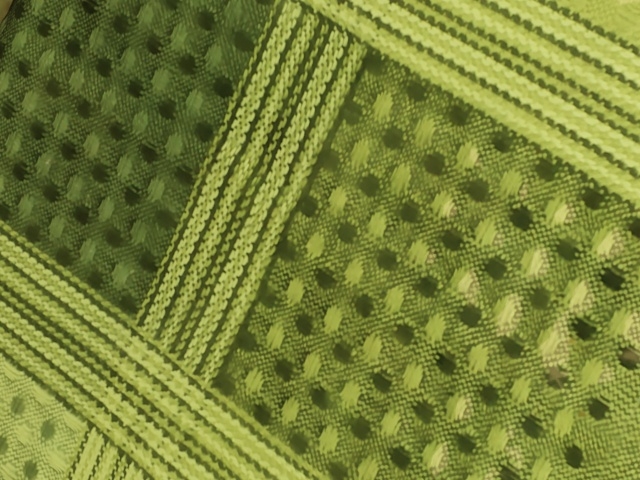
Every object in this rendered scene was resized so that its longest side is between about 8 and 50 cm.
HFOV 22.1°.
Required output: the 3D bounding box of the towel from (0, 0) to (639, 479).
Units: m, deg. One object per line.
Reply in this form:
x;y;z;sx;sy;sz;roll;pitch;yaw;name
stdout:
0.000;0.000;0.551;0.324;0.056;0.312;35;108;30;towel
